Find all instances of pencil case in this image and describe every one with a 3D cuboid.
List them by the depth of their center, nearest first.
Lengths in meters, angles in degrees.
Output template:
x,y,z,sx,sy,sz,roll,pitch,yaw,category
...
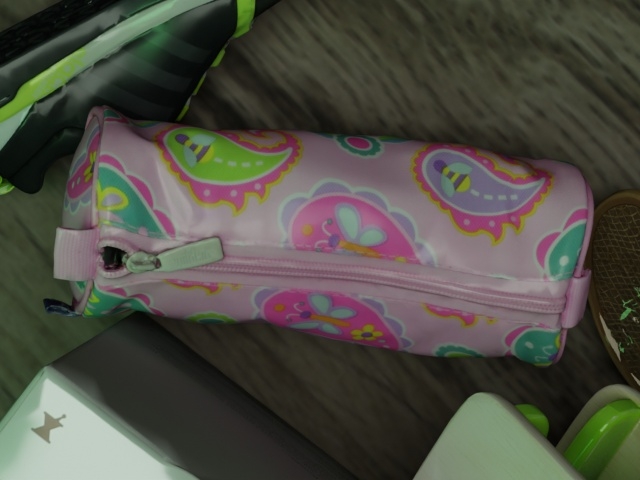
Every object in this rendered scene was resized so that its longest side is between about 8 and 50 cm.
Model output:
x,y,z,sx,sy,sz,roll,pitch,yaw,category
0.000,0.000,0.988,0.284,0.124,0.124,7,93,-10,pencil case

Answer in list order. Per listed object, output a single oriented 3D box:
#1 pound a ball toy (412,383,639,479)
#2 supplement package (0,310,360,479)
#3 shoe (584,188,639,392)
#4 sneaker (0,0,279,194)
x,y,z,sx,sy,sz,roll,pitch,yaw,category
0.129,0.194,0.951,0.136,0.208,0.319,46,118,33,pound a ball toy
-0.096,0.165,0.935,0.177,0.293,0.175,38,93,1,supplement package
0.215,0.071,1.044,0.076,0.058,0.219,-27,87,24,shoe
-0.098,-0.100,1.044,0.234,0.084,0.097,-25,116,4,sneaker
